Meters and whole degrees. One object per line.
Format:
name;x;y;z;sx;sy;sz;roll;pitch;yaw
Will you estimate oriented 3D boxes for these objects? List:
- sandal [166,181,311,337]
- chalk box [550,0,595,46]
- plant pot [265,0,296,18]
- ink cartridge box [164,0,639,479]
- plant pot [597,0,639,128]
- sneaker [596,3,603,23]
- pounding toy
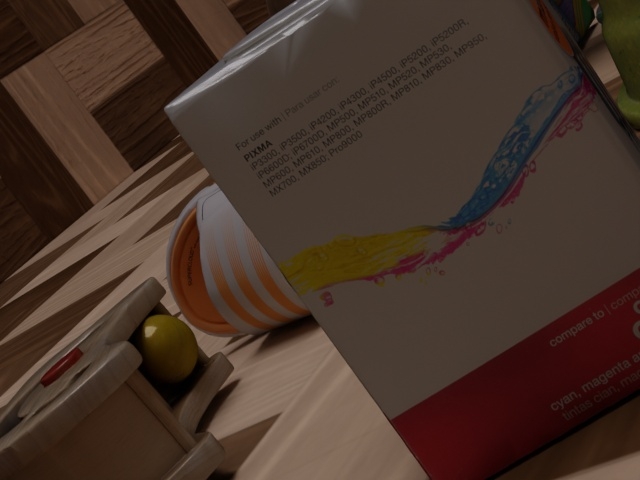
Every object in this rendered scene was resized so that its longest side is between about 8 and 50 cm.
sandal;-0.005;-0.009;0.858;0.265;0.102;0.076;-28;10;30
chalk box;0.108;-0.161;1.085;0.132;0.132;0.213;-30;11;31
plant pot;0.105;-0.261;1.327;0.229;0.263;0.263;-9;23;30
ink cartridge box;0.051;-0.026;0.532;0.127;0.176;0.128;-33;11;15
plant pot;0.215;-0.241;0.755;0.276;0.254;0.276;-35;10;7
sneaker;0.231;-0.217;1.114;0.038;0.069;0.098;-26;14;46
pounding toy;-0.143;0.081;0.742;0.154;0.155;0.269;-37;9;23
